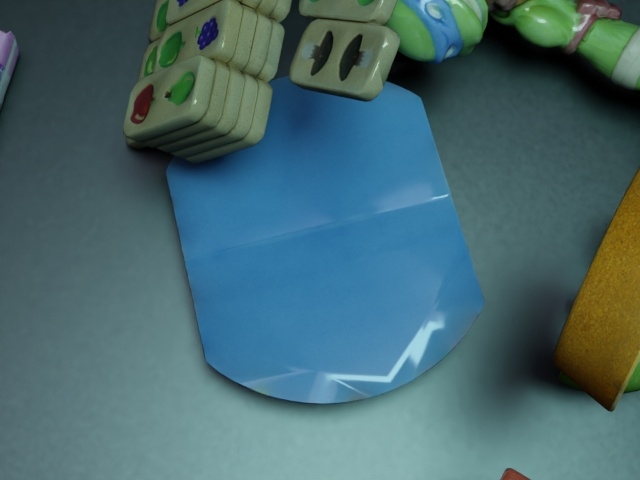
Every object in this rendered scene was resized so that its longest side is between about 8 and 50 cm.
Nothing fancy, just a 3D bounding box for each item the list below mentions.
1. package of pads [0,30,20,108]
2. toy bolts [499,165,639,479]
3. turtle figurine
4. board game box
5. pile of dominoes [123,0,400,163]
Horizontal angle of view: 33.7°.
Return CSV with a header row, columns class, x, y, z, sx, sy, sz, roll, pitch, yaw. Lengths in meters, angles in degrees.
class,x,y,z,sx,sy,sz,roll,pitch,yaw
package of pads,-0.188,-0.070,0.529,0.050,0.032,0.083,13,74,3
toy bolts,0.162,0.095,0.417,0.158,0.218,0.229,25,82,17
turtle figurine,0.164,-0.173,0.484,0.198,0.274,0.266,43,68,-12
board game box,0.000,0.000,0.522,0.133,0.033,0.169,-14,71,-2
pile of dominoes,-0.031,-0.163,0.488,0.040,0.196,0.251,21,71,-36
